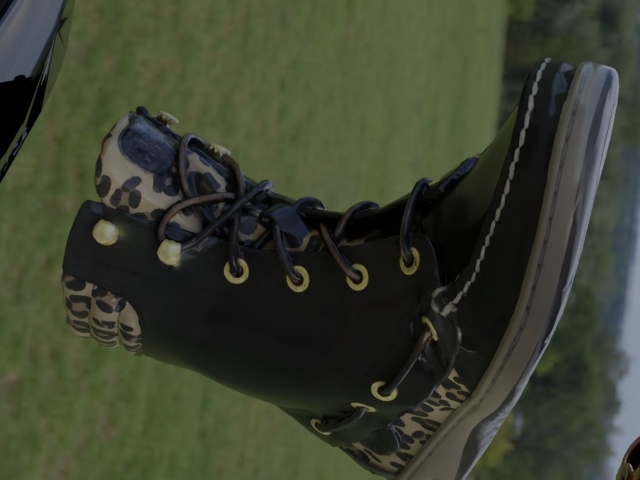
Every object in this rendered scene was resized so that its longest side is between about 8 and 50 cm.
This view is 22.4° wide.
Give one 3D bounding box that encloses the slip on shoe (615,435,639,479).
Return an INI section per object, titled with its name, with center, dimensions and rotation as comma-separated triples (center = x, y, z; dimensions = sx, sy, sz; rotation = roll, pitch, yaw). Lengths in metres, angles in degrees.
[slip on shoe]
center = 0.195, 0.140, 0.803
dimensions = 0.331, 0.123, 0.101
rotation = 28, 58, -82

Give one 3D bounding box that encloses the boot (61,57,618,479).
[boot]
center = 0.000, 0.000, 0.967
dimensions = 0.377, 0.284, 0.138
rotation = 108, 6, -54

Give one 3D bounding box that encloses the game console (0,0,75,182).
[game console]
center = -0.125, -0.127, 0.592
dimensions = 0.361, 0.044, 0.213
rotation = 110, 0, -47
